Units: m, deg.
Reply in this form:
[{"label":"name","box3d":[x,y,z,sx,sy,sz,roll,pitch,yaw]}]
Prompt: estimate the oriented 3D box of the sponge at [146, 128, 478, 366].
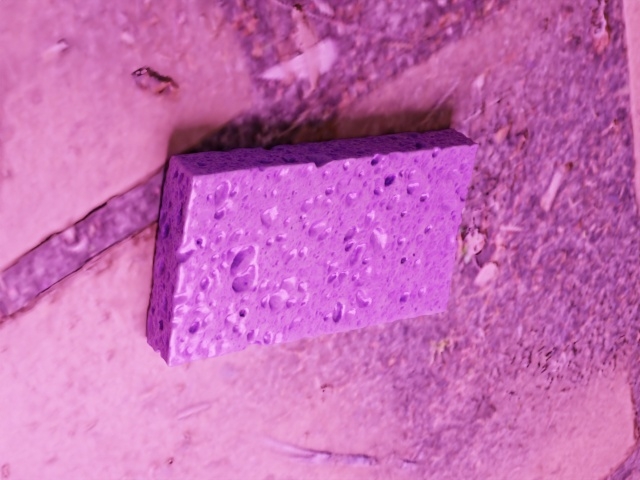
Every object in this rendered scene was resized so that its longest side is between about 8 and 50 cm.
[{"label":"sponge","box3d":[0.000,0.000,0.770,0.210,0.031,0.117,-8,119,-37]}]
